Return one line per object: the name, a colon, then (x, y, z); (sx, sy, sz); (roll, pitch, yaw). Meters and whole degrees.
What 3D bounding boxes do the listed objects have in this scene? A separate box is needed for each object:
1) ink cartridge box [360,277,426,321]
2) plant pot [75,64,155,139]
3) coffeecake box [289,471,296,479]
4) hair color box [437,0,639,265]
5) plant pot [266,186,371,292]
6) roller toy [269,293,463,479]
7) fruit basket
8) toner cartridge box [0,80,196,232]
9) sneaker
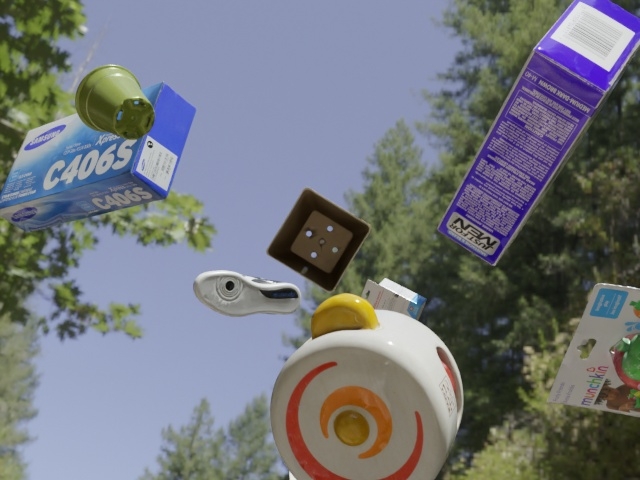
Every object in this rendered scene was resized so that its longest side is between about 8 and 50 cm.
ink cartridge box: (0.100, 0.086, 1.232); (0.083, 0.028, 0.048); (27, -62, 16)
plant pot: (-0.231, -0.152, 1.028); (0.079, 0.083, 0.083); (37, -13, 46)
coffeecake box: (-0.016, 0.475, 1.581); (0.068, 0.143, 0.185); (-8, -2, -3)
hair color box: (0.292, -0.142, 1.195); (0.110, 0.185, 0.339); (35, -39, 10)
plant pot: (0.000, 0.000, 1.255); (0.109, 0.109, 0.096); (31, 1, 3)
roller toy: (0.050, 0.176, 0.935); (0.191, 0.146, 0.209); (30, -74, 11)
fruit basket: (0.536, 0.194, 1.281); (0.352, 0.166, 0.327); (5, -39, 2)
toner cartridge box: (-0.356, -0.122, 1.378); (0.347, 0.165, 0.075); (-11, -37, 38)
sneaker: (-0.155, 0.100, 1.633); (0.216, 0.079, 0.121); (12, -5, -33)
